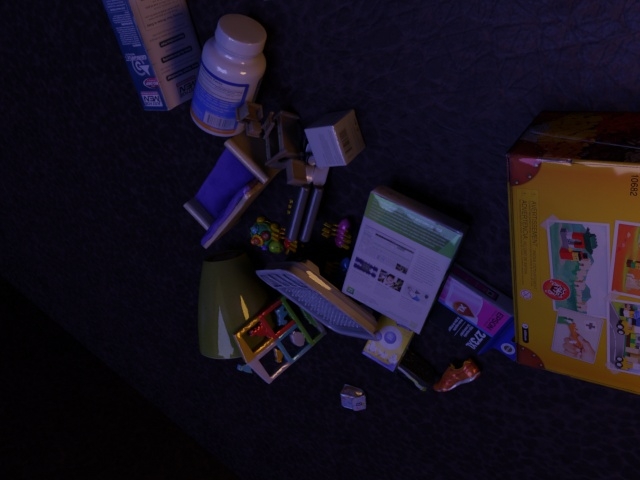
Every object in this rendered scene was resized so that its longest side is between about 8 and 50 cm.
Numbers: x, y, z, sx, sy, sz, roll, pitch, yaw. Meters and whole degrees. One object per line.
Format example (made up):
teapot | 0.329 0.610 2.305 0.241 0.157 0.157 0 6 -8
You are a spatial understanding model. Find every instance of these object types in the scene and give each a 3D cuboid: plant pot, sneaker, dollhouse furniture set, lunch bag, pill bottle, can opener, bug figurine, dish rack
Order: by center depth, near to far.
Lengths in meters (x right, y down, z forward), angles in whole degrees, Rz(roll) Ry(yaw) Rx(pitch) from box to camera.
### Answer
pill bottle | -0.218 -0.395 1.391 0.152 0.152 0.272 38 138 9
dollhouse furniture set | -0.134 -0.218 1.399 0.101 0.161 0.181 -25 65 48
can opener | -0.032 -0.129 1.477 0.093 0.074 0.280 -127 46 -58
bug figurine | 0.000 0.000 1.590 0.279 0.072 0.216 33 131 21
sneaker | 0.372 0.371 1.603 0.175 0.064 0.067 -45 70 44
dish rack | -0.002 0.154 1.609 0.333 0.072 0.286 39 161 -18
sneaker | 0.225 0.355 1.680 0.234 0.084 0.097 45 142 2
plant pot | -0.282 0.187 1.860 0.275 0.275 0.293 1 107 39
lunch bag | 0.112 0.530 1.940 0.083 0.053 0.071 12 131 21

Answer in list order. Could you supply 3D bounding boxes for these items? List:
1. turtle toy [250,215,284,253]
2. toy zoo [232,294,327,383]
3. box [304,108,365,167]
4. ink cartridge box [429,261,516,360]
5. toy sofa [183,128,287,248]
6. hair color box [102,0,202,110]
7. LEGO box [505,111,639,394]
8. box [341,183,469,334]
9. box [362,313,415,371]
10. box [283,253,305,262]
turtle toy | -0.159 -0.007 1.719 0.130 0.066 0.095 27 136 20
toy zoo | -0.137 0.301 1.782 0.192 0.293 0.030 58 156 -13
box | 0.035 -0.237 1.347 0.087 0.102 0.101 0 122 37
ink cartridge box | 0.354 0.162 1.439 0.371 0.069 0.175 33 137 11
toy sofa | -0.261 -0.140 1.614 0.150 0.177 0.362 47 140 -2
hair color box | -0.408 -0.516 1.433 0.105 0.174 0.347 9 127 35
LEGO box | 0.562 0.034 1.059 0.373 0.193 0.499 10 128 34
box | 0.193 0.050 1.390 0.232 0.058 0.321 28 130 18
box | 0.200 0.256 1.592 0.105 0.043 0.179 28 98 19
box | -0.077 0.094 1.736 0.052 0.062 0.083 14 129 29
